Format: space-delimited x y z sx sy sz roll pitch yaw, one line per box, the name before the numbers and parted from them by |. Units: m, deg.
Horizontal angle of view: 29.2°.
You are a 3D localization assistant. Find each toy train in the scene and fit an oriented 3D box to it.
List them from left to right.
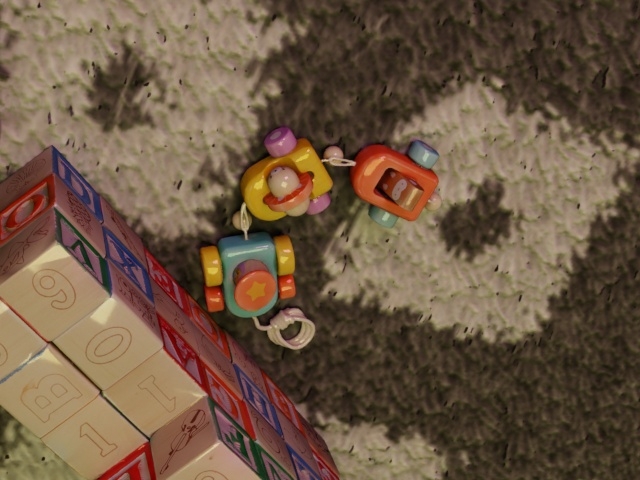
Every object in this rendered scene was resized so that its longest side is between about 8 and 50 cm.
toy train | 0.000 0.000 0.761 0.125 0.046 0.166 29 106 -25

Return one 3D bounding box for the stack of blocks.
stack of blocks | -0.091 0.105 0.720 0.087 0.171 0.297 -36 119 5
